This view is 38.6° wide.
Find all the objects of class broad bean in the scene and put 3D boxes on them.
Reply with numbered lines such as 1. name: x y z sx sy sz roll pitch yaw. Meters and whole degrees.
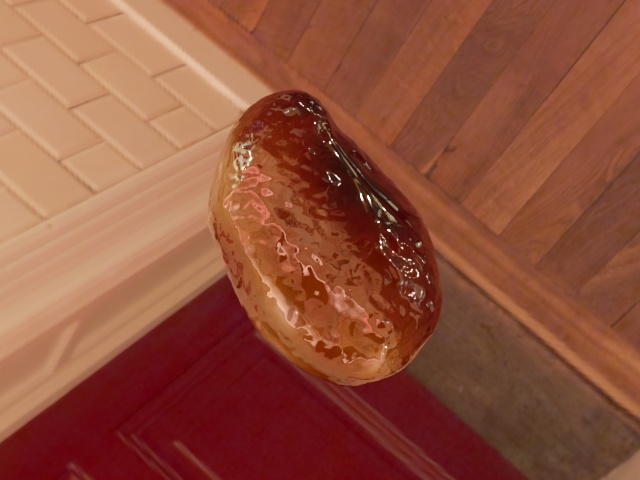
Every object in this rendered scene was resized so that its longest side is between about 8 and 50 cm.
1. broad bean: 0.000 0.000 0.485 0.165 0.114 0.084 53 159 23
